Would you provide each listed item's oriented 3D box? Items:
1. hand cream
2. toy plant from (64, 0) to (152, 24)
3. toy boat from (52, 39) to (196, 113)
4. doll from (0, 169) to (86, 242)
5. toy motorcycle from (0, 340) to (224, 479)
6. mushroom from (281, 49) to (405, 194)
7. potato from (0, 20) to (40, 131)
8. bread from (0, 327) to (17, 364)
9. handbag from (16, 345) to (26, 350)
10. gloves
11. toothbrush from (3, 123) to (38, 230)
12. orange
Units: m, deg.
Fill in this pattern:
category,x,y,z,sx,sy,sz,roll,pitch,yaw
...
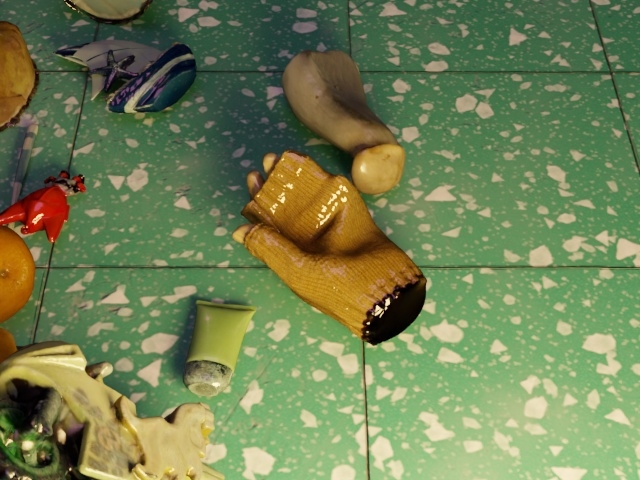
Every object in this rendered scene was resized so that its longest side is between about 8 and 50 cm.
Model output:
category,x,y,z,sx,sy,sz,roll,pitch,yaw
hand cream,-0.156,0.157,1.695,0.095,0.046,0.175,5,41,5
toy plant,-0.397,-0.619,2.300,0.247,0.247,0.332,8,45,7
toy boat,-0.375,-0.308,2.114,0.292,0.070,0.210,5,42,9
doll,-0.450,-0.063,1.885,0.109,0.057,0.169,17,46,11
toy motorcycle,-0.261,0.265,1.396,0.169,0.410,0.237,-35,42,20
mushroom,0.051,-0.217,1.994,0.159,0.122,0.328,-25,52,-11
potato,-0.701,-0.334,1.982,0.397,0.296,0.290,-22,53,-18
bread,-0.503,0.196,1.447,0.245,0.121,0.174,0,46,-14
handbag,-0.528,0.259,1.549,0.326,0.118,0.269,1,48,3
gloves,0.004,0.012,1.754,0.203,0.155,0.356,-36,72,-21
toothbrush,-0.516,-0.111,1.951,0.019,0.025,0.275,0,47,0
orange,-0.514,0.050,1.722,0.136,0.159,0.159,-5,35,44
